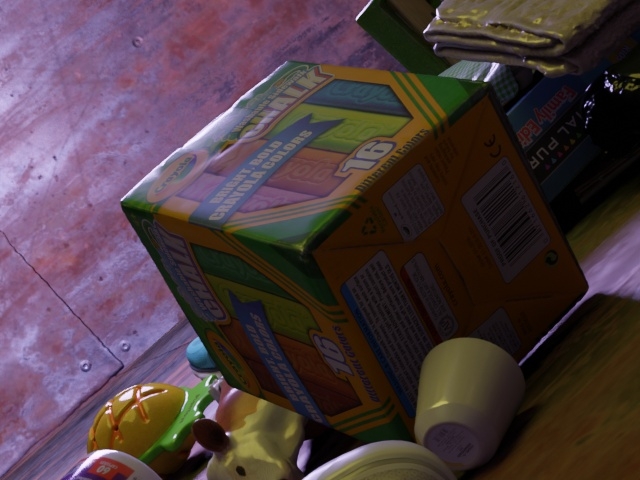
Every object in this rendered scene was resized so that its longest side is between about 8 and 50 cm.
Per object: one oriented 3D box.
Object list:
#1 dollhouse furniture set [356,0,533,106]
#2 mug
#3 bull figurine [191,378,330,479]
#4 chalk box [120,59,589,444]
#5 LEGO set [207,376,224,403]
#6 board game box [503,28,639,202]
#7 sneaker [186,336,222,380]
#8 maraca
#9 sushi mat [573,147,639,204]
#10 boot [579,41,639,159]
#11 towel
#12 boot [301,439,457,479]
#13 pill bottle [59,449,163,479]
[{"bbox_3d":[0.119,-0.190,1.507,0.197,0.151,0.301,-43,3,37],"label":"dollhouse furniture set"},{"bbox_3d":[0.083,0.105,0.948,0.062,0.078,0.064,-4,29,18],"label":"mug"},{"bbox_3d":[-0.005,0.100,1.319,0.188,0.101,0.310,-32,12,8],"label":"bull figurine"},{"bbox_3d":[0.000,0.000,1.136,0.179,0.180,0.289,-42,29,-23],"label":"chalk box"},{"bbox_3d":[-0.024,0.084,1.619,0.227,0.093,0.087,-37,6,32],"label":"LEGO set"},{"bbox_3d":[0.160,-0.067,1.483,0.254,0.079,0.336,-45,2,-8],"label":"board game box"},{"bbox_3d":[-0.088,0.089,1.960,0.107,0.110,0.275,-44,6,-34],"label":"sneaker"},{"bbox_3d":[-0.171,0.195,1.706,0.186,0.099,0.127,-29,25,40],"label":"maraca"},{"bbox_3d":[0.337,-0.145,1.389,0.316,0.019,0.151,-39,6,16],"label":"sushi mat"},{"bbox_3d":[0.314,-0.152,1.211,0.207,0.094,0.246,-46,10,-24],"label":"boot"},{"bbox_3d":[0.232,-0.225,1.338,0.282,0.049,0.187,-39,30,-20],"label":"towel"},{"bbox_3d":[-0.020,0.200,0.700,0.258,0.095,0.123,-49,12,-5],"label":"boot"},{"bbox_3d":[-0.203,0.261,1.306,0.108,0.108,0.193,-35,7,44],"label":"pill bottle"}]
